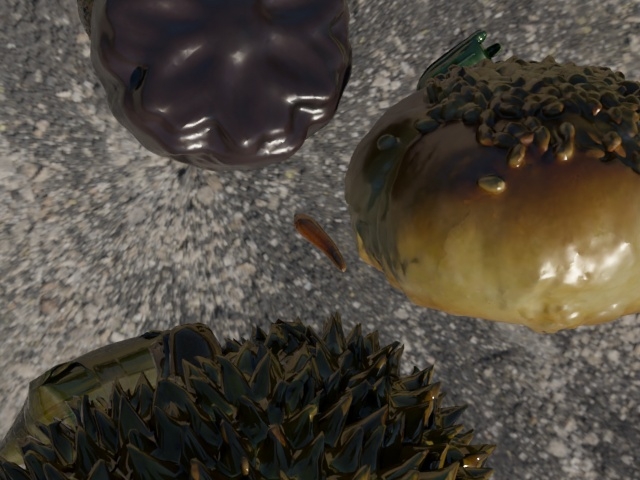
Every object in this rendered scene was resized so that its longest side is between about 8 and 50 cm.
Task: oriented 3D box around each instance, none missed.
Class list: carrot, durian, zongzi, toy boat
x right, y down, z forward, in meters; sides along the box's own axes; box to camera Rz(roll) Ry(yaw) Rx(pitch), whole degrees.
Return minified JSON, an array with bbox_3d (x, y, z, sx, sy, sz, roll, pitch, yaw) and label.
[{"bbox_3d":[0.000,0.000,1.433,0.035,0.035,0.142,-43,62,-3],"label":"carrot"},{"bbox_3d":[-0.043,0.230,0.428,0.348,0.347,0.384,-7,92,-7],"label":"durian"},{"bbox_3d":[-0.379,0.268,1.465,0.260,0.289,0.123,-22,74,-44],"label":"zongzi"},{"bbox_3d":[0.282,-0.340,1.848,0.210,0.052,0.104,-35,85,29],"label":"toy boat"}]

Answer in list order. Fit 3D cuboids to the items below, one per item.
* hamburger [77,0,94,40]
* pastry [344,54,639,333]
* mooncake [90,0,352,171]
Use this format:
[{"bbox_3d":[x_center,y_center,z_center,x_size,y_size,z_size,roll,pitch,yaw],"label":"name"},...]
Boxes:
[{"bbox_3d":[-0.251,-0.273,1.100,0.082,0.126,0.141,-17,114,-20],"label":"hamburger"},{"bbox_3d":[0.223,-0.068,0.978,0.410,0.409,0.244,-4,112,-8],"label":"pastry"},{"bbox_3d":[-0.101,-0.211,0.953,0.283,0.141,0.282,1,85,-13],"label":"mooncake"}]
